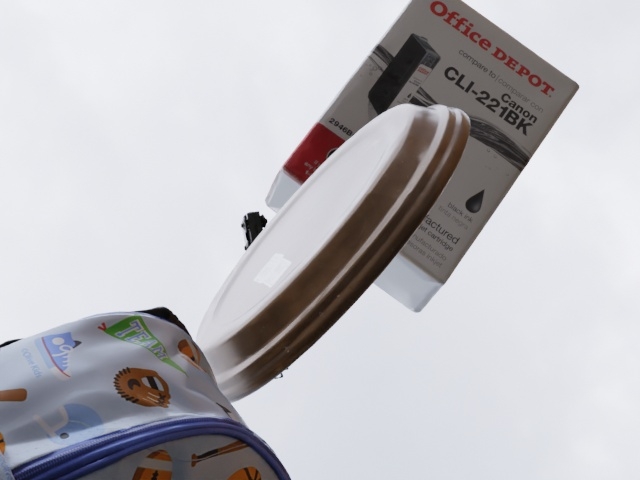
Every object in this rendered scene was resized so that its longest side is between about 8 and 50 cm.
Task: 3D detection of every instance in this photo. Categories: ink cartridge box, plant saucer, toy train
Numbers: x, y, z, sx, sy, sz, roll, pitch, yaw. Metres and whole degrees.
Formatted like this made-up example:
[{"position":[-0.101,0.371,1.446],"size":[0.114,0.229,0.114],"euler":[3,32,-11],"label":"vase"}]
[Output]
[{"position":[0.105,-0.098,1.503],"size":[0.197,0.114,0.273],"euler":[36,-112,2],"label":"ink cartridge box"},{"position":[0.000,0.000,1.074],"size":[0.041,0.278,0.278],"euler":[41,-98,-12],"label":"plant saucer"},{"position":[-0.054,0.051,1.392],"size":[0.027,0.036,0.158],"euler":[-8,-93,-12],"label":"toy train"}]

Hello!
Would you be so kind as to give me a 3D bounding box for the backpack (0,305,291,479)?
[{"position":[-0.138,0.167,0.732],"size":[0.263,0.213,0.277],"euler":[-31,-37,-22],"label":"backpack"}]
